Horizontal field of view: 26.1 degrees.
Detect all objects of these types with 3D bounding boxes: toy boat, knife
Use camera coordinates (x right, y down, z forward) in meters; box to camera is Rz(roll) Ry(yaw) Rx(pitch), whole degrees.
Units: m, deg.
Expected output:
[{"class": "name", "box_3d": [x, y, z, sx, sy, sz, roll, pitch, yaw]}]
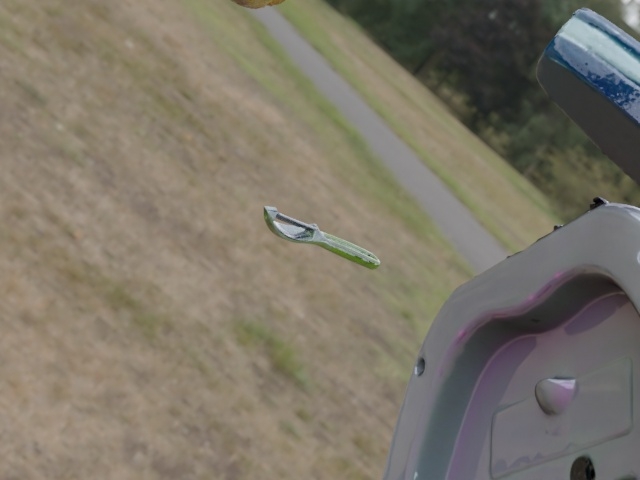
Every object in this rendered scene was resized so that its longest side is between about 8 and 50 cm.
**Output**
[{"class": "toy boat", "box_3d": [0.304, -0.073, 1.164, 0.299, 0.062, 0.096, 44, -18, 15]}, {"class": "knife", "box_3d": [0.000, 0.000, 1.241, 0.184, 0.026, 0.022, 23, 38, -51]}]

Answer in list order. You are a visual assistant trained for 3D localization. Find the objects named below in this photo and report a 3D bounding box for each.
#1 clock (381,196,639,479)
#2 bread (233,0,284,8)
[{"class": "clock", "box_3d": [0.135, 0.155, 0.671, 0.102, 0.338, 0.338, 15, 19, -22]}, {"class": "bread", "box_3d": [-0.020, -0.377, 1.478, 0.172, 0.312, 0.312, 60, 10, 1]}]
